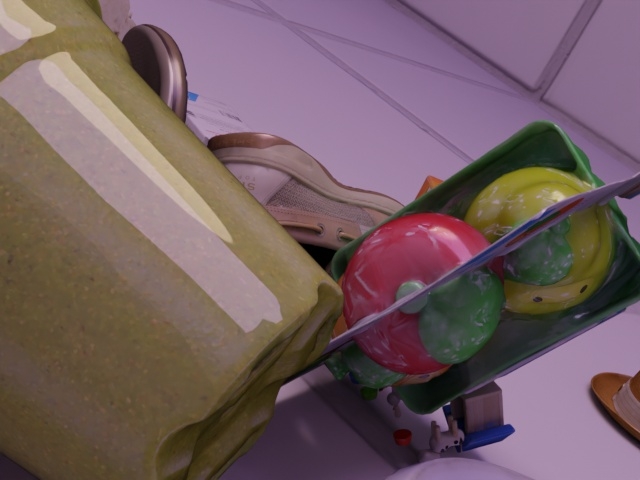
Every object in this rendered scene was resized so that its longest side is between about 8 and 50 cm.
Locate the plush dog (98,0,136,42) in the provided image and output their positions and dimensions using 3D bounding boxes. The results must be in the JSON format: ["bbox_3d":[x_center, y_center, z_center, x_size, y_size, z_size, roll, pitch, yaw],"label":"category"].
[{"bbox_3d":[-0.325,-0.250,1.299,0.225,0.210,0.262,11,10,25],"label":"plush dog"}]

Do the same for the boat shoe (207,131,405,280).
[{"bbox_3d":[0.000,0.000,1.081,0.109,0.098,0.302,-5,-20,31],"label":"boat shoe"}]

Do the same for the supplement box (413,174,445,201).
[{"bbox_3d":[0.167,0.002,1.491,0.078,0.080,0.233,22,21,-15],"label":"supplement box"}]

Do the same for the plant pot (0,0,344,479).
[{"bbox_3d":[-0.137,0.023,0.691,0.254,0.276,0.276,39,19,11],"label":"plant pot"}]

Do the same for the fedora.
[{"bbox_3d":[0.396,0.180,1.351,0.194,0.079,0.194,27,17,-9],"label":"fedora"}]

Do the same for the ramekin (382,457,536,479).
[{"bbox_3d":[0.107,0.237,0.680,0.273,0.127,0.273,26,18,-9],"label":"ramekin"}]

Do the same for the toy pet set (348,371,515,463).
[{"bbox_3d":[0.098,0.154,1.040,0.114,0.065,0.122,-12,25,-13],"label":"toy pet set"}]

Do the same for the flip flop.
[{"bbox_3d":[-0.162,-0.052,0.928,0.080,0.112,0.277,16,64,-19],"label":"flip flop"}]

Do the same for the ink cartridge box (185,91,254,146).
[{"bbox_3d":[-0.120,-0.102,1.365,0.104,0.060,0.180,16,22,-37],"label":"ink cartridge box"}]

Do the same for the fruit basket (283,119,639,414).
[{"bbox_3d":[0.096,0.047,0.889,0.165,0.327,0.353,58,29,3],"label":"fruit basket"}]
